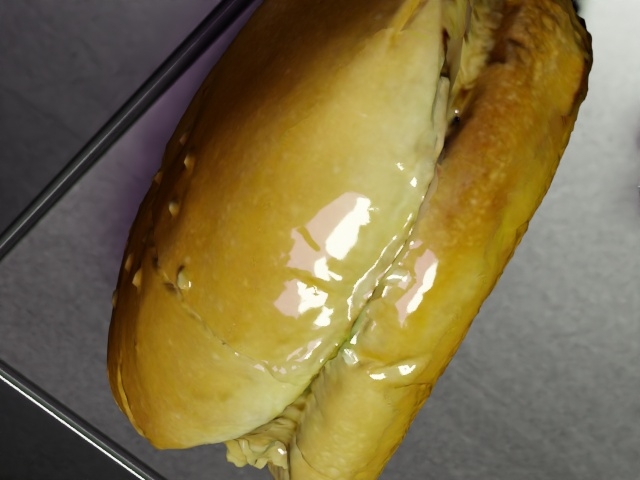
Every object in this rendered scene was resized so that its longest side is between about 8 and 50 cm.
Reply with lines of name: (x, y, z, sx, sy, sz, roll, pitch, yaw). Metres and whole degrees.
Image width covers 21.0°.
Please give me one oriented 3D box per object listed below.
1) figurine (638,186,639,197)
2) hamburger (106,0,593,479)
figurine: (0.257, -0.015, 0.678, 0.260, 0.103, 0.205, 0, 88, 14)
hamburger: (0.000, 0.000, 0.690, 0.144, 0.157, 0.283, 25, 127, -6)
